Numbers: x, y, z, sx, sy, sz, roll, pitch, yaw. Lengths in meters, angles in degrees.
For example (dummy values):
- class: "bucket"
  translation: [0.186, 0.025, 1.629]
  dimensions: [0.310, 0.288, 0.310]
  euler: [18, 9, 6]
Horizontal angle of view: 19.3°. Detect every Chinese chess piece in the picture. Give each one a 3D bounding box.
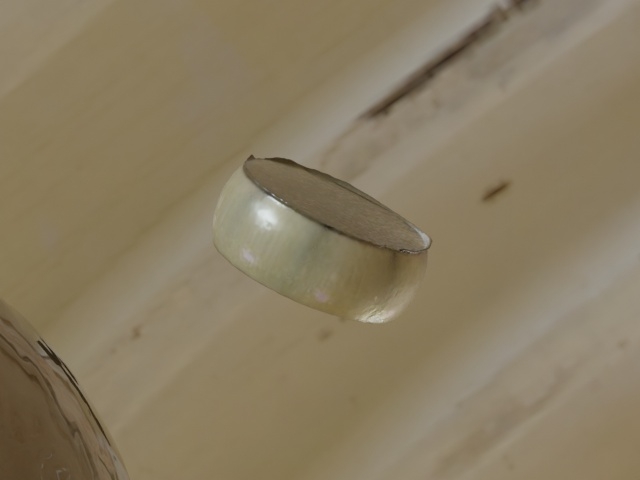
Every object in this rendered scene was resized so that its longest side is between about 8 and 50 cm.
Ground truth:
- class: "Chinese chess piece"
  translation: [0.000, 0.000, 1.038]
  dimensions: [0.122, 0.051, 0.122]
  euler: [24, -166, -6]

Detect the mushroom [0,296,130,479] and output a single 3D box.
- class: "mushroom"
  translation: [-0.217, 0.076, 0.414]
  dimensions: [0.362, 0.362, 0.295]
  euler: [39, -147, -50]
